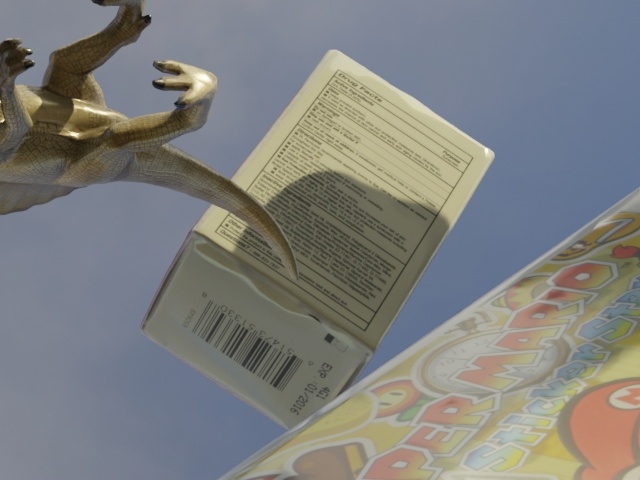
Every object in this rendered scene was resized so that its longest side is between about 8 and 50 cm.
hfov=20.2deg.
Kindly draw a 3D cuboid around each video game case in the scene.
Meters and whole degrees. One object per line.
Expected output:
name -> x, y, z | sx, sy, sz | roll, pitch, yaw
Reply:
video game case -> 0.106, 0.042, 0.427 | 0.227, 0.206, 0.026 | -32, -63, -39

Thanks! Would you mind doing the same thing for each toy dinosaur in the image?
toy dinosaur -> -0.071, -0.033, 0.531 | 0.183, 0.092, 0.053 | 4, -127, -35

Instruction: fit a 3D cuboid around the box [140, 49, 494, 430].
box -> 0.000, 0.000, 1.283 | 0.149, 0.127, 0.232 | 34, -134, 2
